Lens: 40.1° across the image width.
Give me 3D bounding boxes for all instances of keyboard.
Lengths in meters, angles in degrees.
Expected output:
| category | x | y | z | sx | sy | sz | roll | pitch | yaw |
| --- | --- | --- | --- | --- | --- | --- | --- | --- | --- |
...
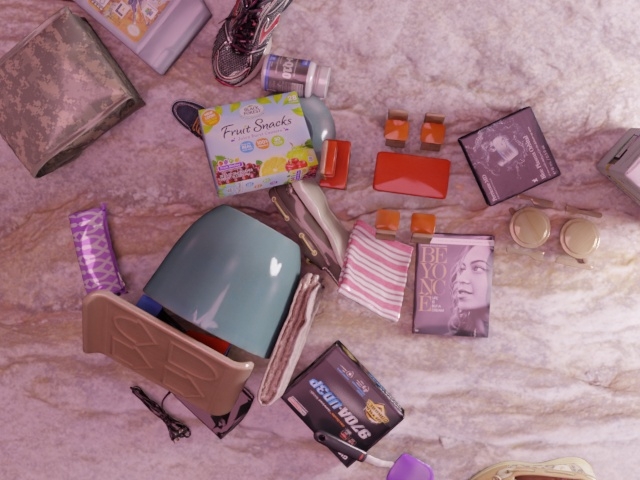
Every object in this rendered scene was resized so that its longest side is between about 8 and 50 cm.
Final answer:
| category | x | y | z | sx | sy | sz | roll | pitch | yaw |
| --- | --- | --- | --- | --- | --- | --- | --- | --- | --- |
| keyboard | -0.316 | 0.317 | 1.941 | 0.317 | 0.033 | 0.201 | 44 | 94 | 0 |

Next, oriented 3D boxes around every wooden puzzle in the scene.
| category | x | y | z | sx | sy | sz | roll | pitch | yaw |
| --- | --- | --- | --- | --- | --- | --- | --- | --- | --- |
| wooden puzzle | -0.312 | 0.222 | 1.794 | 0.348 | 0.322 | 0.080 | 25 | 60 | -1 |

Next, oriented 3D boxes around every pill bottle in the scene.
| category | x | y | z | sx | sy | sz | roll | pitch | yaw |
| --- | --- | --- | --- | --- | --- | --- | --- | --- | --- |
| pill bottle | -0.051 | -0.340 | 1.828 | 0.137 | 0.078 | 0.078 | 10 | 97 | 3 |

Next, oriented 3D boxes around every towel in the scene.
| category | x | y | z | sx | sy | sz | roll | pitch | yaw |
| --- | --- | --- | --- | --- | --- | --- | --- | --- | --- |
| towel | -0.055 | 0.204 | 1.808 | 0.049 | 0.187 | 0.282 | 21 | 86 | 6 |
| towel | 0.115 | 0.060 | 1.804 | 0.144 | 0.197 | 0.029 | 27 | 140 | -13 |

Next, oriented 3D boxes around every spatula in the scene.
| category | x | y | z | sx | sy | sz | roll | pitch | yaw |
| --- | --- | --- | --- | --- | --- | --- | --- | --- | --- |
| spatula | 0.113 | 0.469 | 1.877 | 0.296 | 0.030 | 0.084 | 28 | 100 | -19 |

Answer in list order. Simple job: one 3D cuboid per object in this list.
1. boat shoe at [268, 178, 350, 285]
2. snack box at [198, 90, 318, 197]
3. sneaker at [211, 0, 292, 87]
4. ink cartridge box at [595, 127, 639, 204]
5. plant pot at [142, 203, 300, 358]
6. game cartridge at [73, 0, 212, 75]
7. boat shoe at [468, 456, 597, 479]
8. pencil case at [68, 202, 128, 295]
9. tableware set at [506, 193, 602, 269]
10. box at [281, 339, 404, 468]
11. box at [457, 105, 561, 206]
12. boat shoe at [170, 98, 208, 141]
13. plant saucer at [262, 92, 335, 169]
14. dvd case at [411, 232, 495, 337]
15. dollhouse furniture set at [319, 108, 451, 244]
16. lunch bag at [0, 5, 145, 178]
| category | x | y | z | sx | sy | sz | roll | pitch | yaw |
| --- | --- | --- | --- | --- | --- | --- | --- | --- | --- |
| boat shoe | 0.001 | -0.001 | 1.847 | 0.091 | 0.109 | 0.305 | -28 | 97 | 22 |
| snack box | -0.127 | -0.195 | 1.766 | 0.207 | 0.070 | 0.174 | -12 | 71 | -11 |
| sneaker | -0.145 | -0.460 | 1.807 | 0.121 | 0.112 | 0.299 | 26 | 98 | 2 |
| ink cartridge box | 0.667 | -0.112 | 1.694 | 0.201 | 0.278 | 0.117 | 41 | 100 | 0 |
| plant pot | -0.177 | 0.068 | 1.787 | 0.293 | 0.293 | 0.235 | 28 | 86 | 1 |
| game cartridge | -0.387 | -0.519 | 1.851 | 0.297 | 0.062 | 0.198 | 40 | 102 | 0 |
| boat shoe | 0.445 | 0.527 | 1.869 | 0.285 | 0.089 | 0.104 | -16 | 95 | 6 |
| pencil case | -0.481 | 0.029 | 1.896 | 0.088 | 0.086 | 0.206 | -13 | 95 | 19 |
| tableware set | 0.487 | -0.014 | 1.839 | 0.194 | 0.039 | 0.128 | 13 | 85 | -2 |
| box | 0.048 | 0.354 | 1.904 | 0.175 | 0.051 | 0.220 | -42 | 92 | 8 |
| box | 0.386 | -0.172 | 1.803 | 0.158 | 0.093 | 0.156 | -25 | 93 | 8 |
| boat shoe | -0.243 | -0.243 | 1.850 | 0.183 | 0.083 | 0.065 | 32 | 97 | 1 |
| plant saucer | -0.065 | -0.227 | 1.862 | 0.195 | 0.037 | 0.195 | 0 | 95 | 4 |
| dvd case | 0.283 | 0.095 | 1.875 | 0.165 | 0.018 | 0.221 | 3 | 96 | 5 |
| dollhouse furniture set | 0.132 | -0.139 | 1.778 | 0.259 | 0.135 | 0.262 | 7 | 84 | 4 |
| lunch bag | -0.554 | -0.299 | 1.829 | 0.287 | 0.169 | 0.235 | -36 | 92 | 3 |
